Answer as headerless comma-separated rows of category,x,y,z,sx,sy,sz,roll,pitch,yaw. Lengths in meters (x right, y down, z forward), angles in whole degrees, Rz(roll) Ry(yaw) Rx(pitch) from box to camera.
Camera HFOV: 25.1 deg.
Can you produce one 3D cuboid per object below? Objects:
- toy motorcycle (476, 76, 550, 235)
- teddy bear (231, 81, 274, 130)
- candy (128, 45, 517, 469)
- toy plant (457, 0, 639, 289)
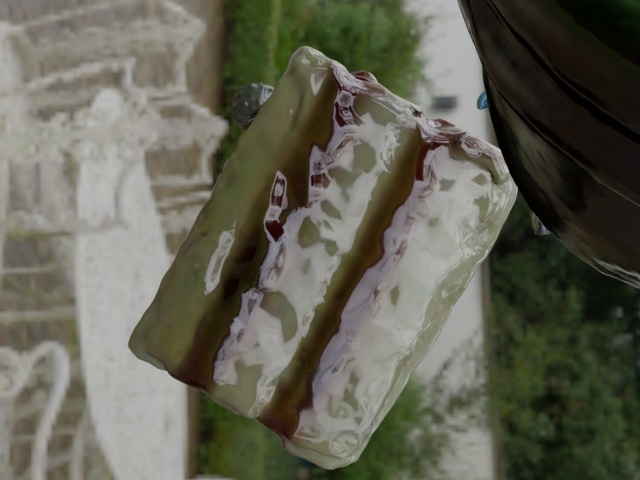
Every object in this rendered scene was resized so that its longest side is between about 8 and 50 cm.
toy motorcycle,0.244,-0.100,1.432,0.272,0.123,0.182,-131,-149,-65
teddy bear,0.024,-0.057,1.455,0.251,0.144,0.171,56,7,-50
candy,0.000,0.000,0.820,0.179,0.135,0.321,-60,-178,3
toy plant,0.117,-0.086,0.332,0.175,0.218,0.235,60,-22,28
